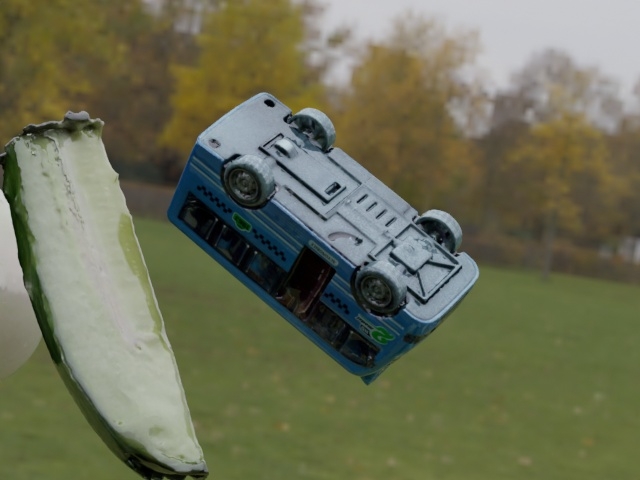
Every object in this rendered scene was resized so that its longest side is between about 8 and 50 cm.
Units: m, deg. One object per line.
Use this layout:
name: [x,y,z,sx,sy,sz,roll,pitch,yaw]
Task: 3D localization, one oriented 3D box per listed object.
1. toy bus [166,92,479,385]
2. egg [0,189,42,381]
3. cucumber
toy bus: [0.000,0.000,1.565,0.246,0.134,0.113,40,42,9]
egg: [-0.421,0.029,1.771,0.345,0.283,0.283,16,-1,-18]
cucumber: [-0.182,0.067,1.565,0.105,0.325,0.145,-17,-21,-13]
